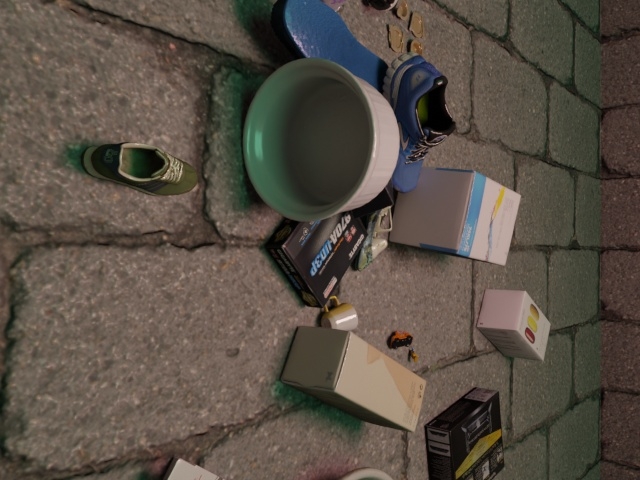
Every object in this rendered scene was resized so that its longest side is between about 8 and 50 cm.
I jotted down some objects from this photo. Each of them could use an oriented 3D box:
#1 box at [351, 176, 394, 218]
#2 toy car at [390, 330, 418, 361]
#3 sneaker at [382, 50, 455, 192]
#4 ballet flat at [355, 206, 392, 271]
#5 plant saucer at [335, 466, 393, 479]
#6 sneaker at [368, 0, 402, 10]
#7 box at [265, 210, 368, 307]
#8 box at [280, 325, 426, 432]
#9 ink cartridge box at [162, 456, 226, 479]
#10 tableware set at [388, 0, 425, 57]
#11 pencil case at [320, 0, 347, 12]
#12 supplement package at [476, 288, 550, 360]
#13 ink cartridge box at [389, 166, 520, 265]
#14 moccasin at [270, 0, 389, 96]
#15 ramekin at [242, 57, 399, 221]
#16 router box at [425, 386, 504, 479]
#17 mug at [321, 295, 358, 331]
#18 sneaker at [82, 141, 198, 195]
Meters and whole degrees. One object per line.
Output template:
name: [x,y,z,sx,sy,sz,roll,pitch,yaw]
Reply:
box: [0.083,-0.160,1.211,0.158,0.093,0.156,-84,149,-55]
toy car: [0.205,0.266,1.450,0.040,0.060,0.122,-113,-178,-45]
sneaker: [0.205,-0.230,1.261,0.130,0.147,0.330,-29,140,-26]
ballet flat: [0.128,-0.017,1.319,0.070,0.070,0.188,27,71,-46]
plant saucer: [0.036,0.666,1.190,0.400,0.100,0.400,2,88,-49]
sneaker: [0.143,-0.669,1.338,0.108,0.100,0.271,-26,113,-61]
box: [0.000,0.000,1.189,0.220,0.051,0.175,-55,128,-34]
box: [0.078,0.294,1.209,0.311,0.148,0.121,40,60,-43]
ink cartridge box: [-0.210,0.424,0.938,0.180,0.060,0.104,48,56,-38]
tableware set: [0.225,-0.534,1.475,0.169,0.020,0.141,11,81,-48]
pencil case: [0.058,-0.518,1.098,0.113,0.273,0.124,-37,110,-36]
supplement package: [0.615,0.268,1.832,0.244,0.134,0.139,41,60,-41]
ink cartridge box: [0.342,-0.060,1.455,0.270,0.198,0.197,12,90,-48]
moccasin: [0.006,-0.364,1.158,0.342,0.117,0.137,26,83,-51]
ramekin: [0.006,-0.175,1.040,0.135,0.277,0.277,-8,96,-57]
router box: [0.418,0.588,1.644,0.309,0.081,0.243,-12,99,-48]
mug: [0.031,0.166,1.231,0.064,0.078,0.062,-15,134,-39]
sneaker: [-0.250,-0.106,0.875,0.192,0.086,0.064,9,83,-49]
